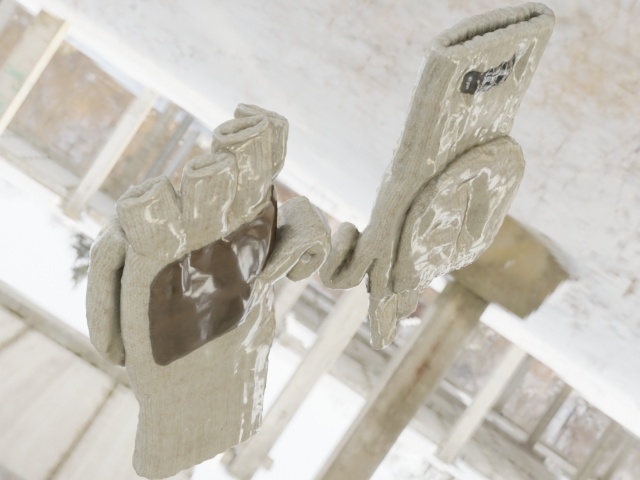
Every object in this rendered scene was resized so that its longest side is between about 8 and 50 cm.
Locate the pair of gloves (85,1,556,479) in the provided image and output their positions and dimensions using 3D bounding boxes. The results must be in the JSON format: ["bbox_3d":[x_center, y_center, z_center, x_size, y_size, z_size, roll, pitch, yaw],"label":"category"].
[{"bbox_3d":[0.000,0.000,0.490,0.042,0.240,0.204,45,151,32],"label":"pair of gloves"}]
